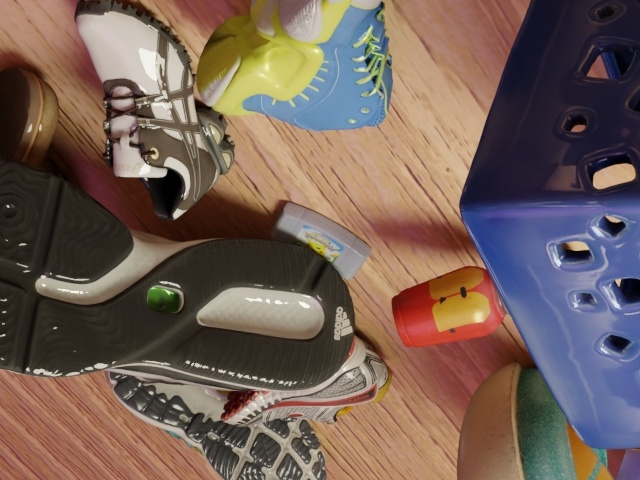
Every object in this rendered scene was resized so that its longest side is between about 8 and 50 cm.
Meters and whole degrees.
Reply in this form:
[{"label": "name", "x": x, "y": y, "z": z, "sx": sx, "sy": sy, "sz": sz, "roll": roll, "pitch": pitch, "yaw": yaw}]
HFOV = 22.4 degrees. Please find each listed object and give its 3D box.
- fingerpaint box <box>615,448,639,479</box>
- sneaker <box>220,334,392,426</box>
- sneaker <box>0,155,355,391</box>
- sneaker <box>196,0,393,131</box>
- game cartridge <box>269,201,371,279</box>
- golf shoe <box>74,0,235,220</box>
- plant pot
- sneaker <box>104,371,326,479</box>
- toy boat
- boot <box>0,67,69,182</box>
[{"label": "fingerpaint box", "x": 0.501, "y": 0.352, "z": 1.368, "sx": 0.445, "sy": 0.163, "sz": 0.371, "roll": -2, "pitch": 139, "yaw": 40}, {"label": "sneaker", "x": -0.018, "y": 0.145, "z": 1.540, "sx": 0.092, "sy": 0.088, "sz": 0.225, "roll": 36, "pitch": 150, "yaw": -20}, {"label": "sneaker", "x": -0.220, "y": 0.060, "z": 1.397, "sx": 0.447, "sy": 0.169, "sz": 0.257, "roll": 15, "pitch": 163, "yaw": -21}, {"label": "sneaker", "x": 0.017, "y": -0.144, "z": 1.101, "sx": 0.126, "sy": 0.091, "sz": 0.240, "roll": 20, "pitch": 154, "yaw": -25}, {"label": "game cartridge", "x": 0.000, "y": 0.000, "z": 1.377, "sx": 0.083, "sy": 0.017, "sz": 0.056, "roll": 29, "pitch": 146, "yaw": -3}, {"label": "golf shoe", "x": -0.137, "y": -0.099, "z": 1.260, "sx": 0.077, "sy": 0.094, "sz": 0.198, "roll": 1, "pitch": 139, "yaw": 39}, {"label": "plant pot", "x": 0.240, "y": -0.033, "z": 0.937, "sx": 0.212, "sy": 0.236, "sz": 0.236, "roll": -2, "pitch": 138, "yaw": 31}, {"label": "sneaker", "x": -0.109, "y": 0.183, "z": 1.685, "sx": 0.275, "sy": 0.107, "sz": 0.110, "roll": 39, "pitch": 167, "yaw": -10}, {"label": "toy boat", "x": 0.173, "y": 0.153, "z": 1.299, "sx": 0.148, "sy": 0.267, "sz": 0.318, "roll": -16, "pitch": 114, "yaw": 13}, {"label": "boot", "x": -0.267, "y": -0.056, "z": 1.454, "sx": 0.115, "sy": 0.112, "sz": 0.305, "roll": 4, "pitch": 151, "yaw": -23}]
